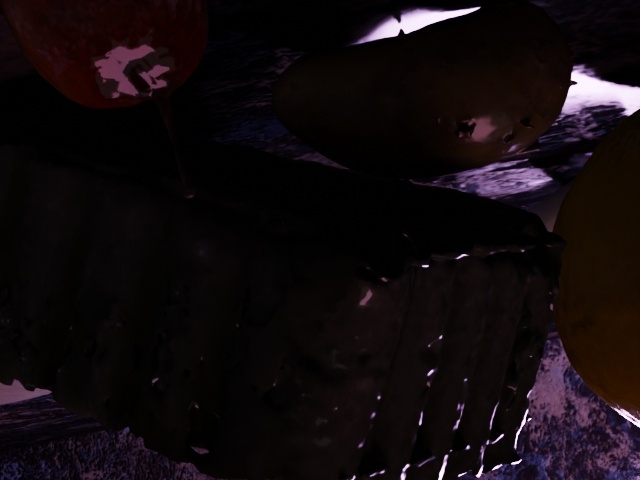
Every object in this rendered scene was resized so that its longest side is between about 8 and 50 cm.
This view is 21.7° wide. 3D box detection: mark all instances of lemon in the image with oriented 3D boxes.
[{"bbox_3d":[0.256,0.013,0.974,0.263,0.236,0.236,-23,166,30],"label":"lemon"}]

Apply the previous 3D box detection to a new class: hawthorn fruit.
[{"bbox_3d":[-0.060,-0.063,0.534,0.067,0.103,0.067,-30,167,-8],"label":"hawthorn fruit"}]

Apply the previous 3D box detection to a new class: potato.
[{"bbox_3d":[0.047,-0.063,0.749,0.138,0.070,0.091,-14,174,27],"label":"potato"}]

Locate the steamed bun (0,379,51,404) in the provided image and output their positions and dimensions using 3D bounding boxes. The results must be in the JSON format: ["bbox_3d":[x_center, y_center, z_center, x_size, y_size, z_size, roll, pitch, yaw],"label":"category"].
[{"bbox_3d":[-0.224,0.046,1.016,0.183,0.106,0.183,-9,168,-2],"label":"steamed bun"}]

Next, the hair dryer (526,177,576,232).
[{"bbox_3d":[0.202,-0.027,1.266,0.155,0.044,0.183,-35,176,37],"label":"hair dryer"}]

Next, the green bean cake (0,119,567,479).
[{"bbox_3d":[-0.034,0.021,0.788,0.255,0.132,0.241,19,-168,31],"label":"green bean cake"}]
